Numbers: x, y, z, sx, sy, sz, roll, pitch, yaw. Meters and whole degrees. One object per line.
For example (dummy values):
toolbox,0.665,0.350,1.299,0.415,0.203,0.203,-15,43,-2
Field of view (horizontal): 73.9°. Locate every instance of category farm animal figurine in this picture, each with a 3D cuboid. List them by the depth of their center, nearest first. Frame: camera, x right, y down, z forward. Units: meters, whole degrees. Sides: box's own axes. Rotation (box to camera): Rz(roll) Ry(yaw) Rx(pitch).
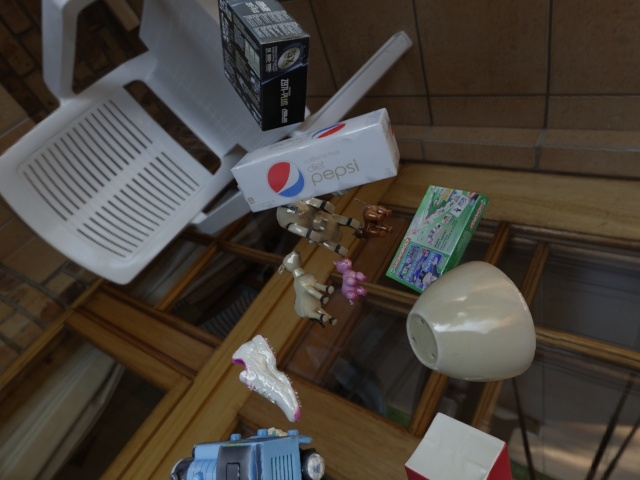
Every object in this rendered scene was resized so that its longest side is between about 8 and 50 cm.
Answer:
farm animal figurine,0.000,0.000,1.006,0.172,0.330,0.326,20,157,44

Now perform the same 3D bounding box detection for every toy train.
toy train,-0.085,0.251,0.463,0.184,0.080,0.105,-21,152,34

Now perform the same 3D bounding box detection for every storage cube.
storage cube,0.352,0.594,1.068,0.215,0.184,0.193,10,128,44

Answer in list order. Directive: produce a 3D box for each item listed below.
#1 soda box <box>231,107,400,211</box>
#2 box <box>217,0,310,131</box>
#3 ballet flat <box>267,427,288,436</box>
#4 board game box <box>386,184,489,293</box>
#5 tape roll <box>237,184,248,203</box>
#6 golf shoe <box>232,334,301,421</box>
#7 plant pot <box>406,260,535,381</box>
soda box,-0.007,-0.106,0.580,0.216,0.069,0.073,-12,119,22
box,-0.093,-0.291,0.677,0.180,0.078,0.147,57,156,32
ballet flat,-0.089,0.504,0.846,0.091,0.240,0.077,-11,171,4
board game box,0.334,-0.002,1.246,0.046,0.317,0.213,25,-178,-28
tape roll,-0.150,-0.196,1.343,0.219,0.219,0.072,-19,103,55
golf shoe,-0.173,0.453,1.352,0.306,0.140,0.115,52,152,30
plant pot,0.317,0.205,0.994,0.284,0.191,0.283,168,90,-71
